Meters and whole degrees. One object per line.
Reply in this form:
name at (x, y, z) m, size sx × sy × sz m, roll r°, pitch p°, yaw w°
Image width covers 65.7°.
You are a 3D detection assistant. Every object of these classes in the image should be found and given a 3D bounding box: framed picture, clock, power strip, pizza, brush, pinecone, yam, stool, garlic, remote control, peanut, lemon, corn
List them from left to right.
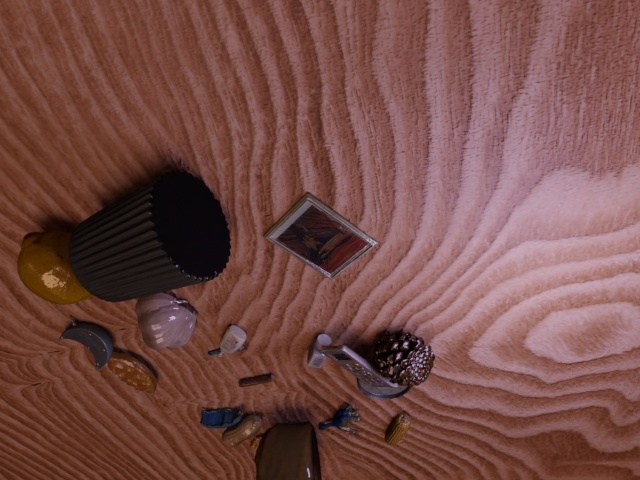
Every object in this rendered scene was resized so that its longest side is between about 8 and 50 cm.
lemon at (-0.756, 0.078, 1.443) m, size 0.204 × 0.204 × 0.260 m, roll -21°, pitch 123°, yaw 20°
power strip at (-0.832, 0.358, 1.769) m, size 0.137 × 0.044 × 0.216 m, roll -35°, pitch 106°, yaw 16°
pizza at (-0.712, 0.495, 1.889) m, size 0.127 × 0.058 × 0.246 m, roll -40°, pitch 114°, yaw 23°
stool at (-0.458, 0.007, 1.316) m, size 0.329 × 0.297 × 0.297 m, roll -18°, pitch 127°, yaw 24°
garlic at (-0.522, 0.281, 1.645) m, size 0.177 × 0.143 × 0.230 m, roll -19°, pitch 118°, yaw 21°
brush at (-0.344, 0.399, 1.814) m, size 0.164 × 0.014 × 0.051 m, roll -18°, pitch 126°, yaw 19°
peanut at (-0.332, 0.809, 2.108) m, size 0.214 × 0.090 × 0.098 m, roll -36°, pitch 158°, yaw 25°
yam at (-0.249, 0.544, 1.920) m, size 0.145 × 0.032 × 0.032 m, roll -15°, pitch 128°, yaw 17°
framed picture at (0.000, 0.000, 1.450) m, size 0.273 × 0.016 × 0.216 m, roll 33°, pitch 124°, yaw -22°
remote control at (0.143, 0.435, 1.722) m, size 0.109 × 0.055 × 0.313 m, roll -15°, pitch 134°, yaw 44°
clock at (0.241, 0.524, 1.864) m, size 0.214 × 0.042 × 0.215 m, roll 2°, pitch 130°, yaw 2°
corn at (0.322, 0.792, 2.071) m, size 0.068 × 0.068 × 0.208 m, roll 13°, pitch 129°, yaw -8°
pinecone at (0.277, 0.399, 1.672) m, size 0.184 × 0.204 × 0.179 m, roll 42°, pitch 77°, yaw -25°

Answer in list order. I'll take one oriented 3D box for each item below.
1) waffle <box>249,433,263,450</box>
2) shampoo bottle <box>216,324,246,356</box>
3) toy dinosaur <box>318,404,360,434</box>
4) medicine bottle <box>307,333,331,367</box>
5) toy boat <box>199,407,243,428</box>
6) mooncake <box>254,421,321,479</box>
waffle at (-0.266, 0.919, 2.246) m, size 0.092 × 0.021 × 0.135 m, roll 15°, pitch 130°, yaw -9°
shampoo bottle at (-0.325, 0.368, 1.757) m, size 0.077 × 0.045 × 0.152 m, roll 35°, pitch 120°, yaw -4°
toy dinosaur at (0.065, 0.729, 2.038) m, size 0.188 × 0.075 × 0.248 m, roll 1°, pitch 137°, yaw 13°
medicine bottle at (-0.004, 0.384, 1.738) m, size 0.054 × 0.074 × 0.118 m, roll 16°, pitch 128°, yaw -9°
toy boat at (-0.408, 0.733, 2.062) m, size 0.185 × 0.075 × 0.077 m, roll -3°, pitch 139°, yaw 3°
mooncake at (-0.122, 0.953, 2.023) m, size 0.245 × 0.393 × 0.395 m, roll -3°, pitch 96°, yaw 8°
